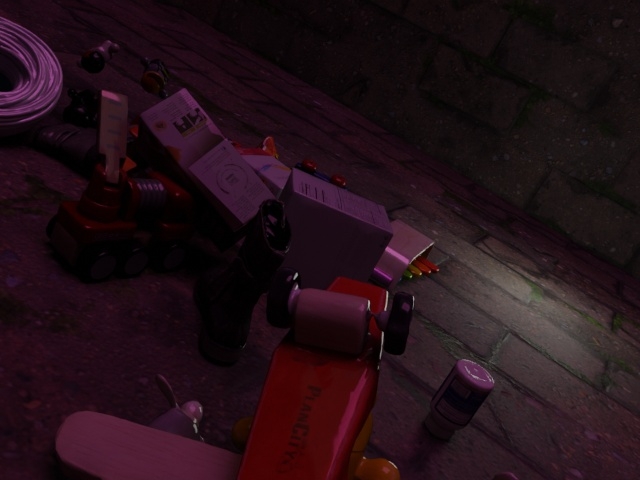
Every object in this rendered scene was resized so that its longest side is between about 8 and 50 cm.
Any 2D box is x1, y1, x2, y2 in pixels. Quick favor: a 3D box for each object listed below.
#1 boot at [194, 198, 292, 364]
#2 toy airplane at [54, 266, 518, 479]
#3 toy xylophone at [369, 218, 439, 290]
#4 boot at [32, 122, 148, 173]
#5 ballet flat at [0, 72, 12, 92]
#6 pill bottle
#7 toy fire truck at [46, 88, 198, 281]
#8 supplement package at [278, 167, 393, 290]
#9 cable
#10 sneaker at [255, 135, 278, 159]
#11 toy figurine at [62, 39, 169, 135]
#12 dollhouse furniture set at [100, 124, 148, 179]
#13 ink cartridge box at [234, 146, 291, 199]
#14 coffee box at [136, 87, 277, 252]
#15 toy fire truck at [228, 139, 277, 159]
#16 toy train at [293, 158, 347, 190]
[{"bbox_3d":[-0.108,0.037,0.944,0.091,0.229,0.263,18,23,-21],"label":"boot"},{"bbox_3d":[-0.021,0.248,0.590,0.384,0.272,0.386,-24,54,-16],"label":"toy airplane"},{"bbox_3d":[0.166,0.009,1.536,0.236,0.081,0.323,36,23,22],"label":"toy xylophone"},{"bbox_3d":[-0.464,-0.209,1.308,0.161,0.083,0.246,26,19,12],"label":"boot"},{"bbox_3d":[-0.742,-0.336,1.253,0.280,0.095,0.096,14,13,-31],"label":"ballet flat"},{"bbox_3d":[0.214,0.252,0.979,0.067,0.120,0.067,24,22,-10],"label":"pill bottle"},{"bbox_3d":[-0.296,-0.086,0.980,0.158,0.246,0.217,39,24,26],"label":"toy fire truck"},{"bbox_3d":[0.000,0.000,1.205,0.203,0.194,0.149,23,21,-12],"label":"supplement package"},{"bbox_3d":[-0.632,-0.313,1.186,0.257,0.089,0.257,13,56,-32],"label":"cable"},{"bbox_3d":[-0.156,-0.255,1.821,0.067,0.064,0.175,42,22,-19],"label":"sneaker"},{"bbox_3d":[-0.457,-0.330,1.410,0.213,0.209,0.148,21,28,-15],"label":"toy figurine"},{"bbox_3d":[-0.262,-0.148,1.240,0.259,0.135,0.262,40,36,2],"label":"dollhouse furniture set"},{"bbox_3d":[-0.134,-0.110,1.392,0.176,0.128,0.127,37,23,25],"label":"ink cartridge box"},{"bbox_3d":[-0.201,-0.116,1.079,0.098,0.141,0.246,-39,88,-23],"label":"coffee box"},{"bbox_3d":[-0.206,-0.212,1.654,0.135,0.047,0.192,31,22,6],"label":"toy fire truck"},{"bbox_3d":[0.020,-0.100,1.606,0.248,0.105,0.143,28,31,3],"label":"toy train"}]
